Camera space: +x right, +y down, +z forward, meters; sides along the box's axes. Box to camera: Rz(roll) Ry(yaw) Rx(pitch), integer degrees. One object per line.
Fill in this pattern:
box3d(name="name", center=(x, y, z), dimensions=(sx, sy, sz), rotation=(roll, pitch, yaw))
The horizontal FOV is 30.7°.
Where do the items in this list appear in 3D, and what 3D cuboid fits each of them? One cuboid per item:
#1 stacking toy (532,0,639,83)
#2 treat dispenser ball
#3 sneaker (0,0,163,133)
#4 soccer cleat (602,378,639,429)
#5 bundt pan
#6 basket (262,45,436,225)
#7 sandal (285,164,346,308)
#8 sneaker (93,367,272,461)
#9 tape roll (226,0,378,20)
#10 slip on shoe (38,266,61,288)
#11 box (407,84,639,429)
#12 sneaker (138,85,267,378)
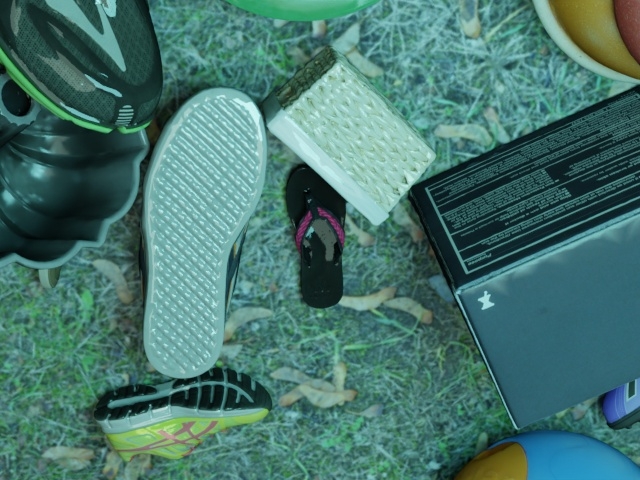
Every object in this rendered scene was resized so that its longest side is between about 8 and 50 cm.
box3d(name="stacking toy", center=(0.419, -0.223, 1.024), dimensions=(0.350, 0.480, 0.351), rotation=(-7, 122, -12))
box3d(name="treat dispenser ball", center=(0.272, 0.367, 1.360), dimensions=(0.288, 0.288, 0.288), rotation=(-2, 111, -4))
box3d(name="sneaker", center=(-0.216, -0.333, 1.037), dimensions=(0.185, 0.202, 0.483), rotation=(-16, 102, -45))
box3d(name="soccer cleat", center=(0.425, 0.086, 1.376), dimensions=(0.116, 0.108, 0.318), rotation=(39, 106, 4))
box3d(name="bundt pan", center=(-0.330, -0.128, 1.132), dimensions=(0.124, 0.331, 0.331), rotation=(-8, 117, 39))
box3d(name="basket", center=(0.032, -0.117, 1.250), dimensions=(0.167, 0.113, 0.103), rotation=(41, 101, -17))
box3d(name="sandal", center=(0.000, 0.000, 1.330), dimensions=(0.067, 0.040, 0.179), rotation=(-7, 111, -2))
box3d(name="sneaker", center=(-0.158, 0.215, 1.388), dimensions=(0.208, 0.081, 0.094), rotation=(-7, 119, 5))
box3d(name="tape roll", center=(-0.019, -0.385, 1.161), dimensions=(0.321, 0.077, 0.321), rotation=(-1, 112, -4))
box3d(name="slip on shoe", center=(-0.288, -0.008, 1.301), dimensions=(0.041, 0.051, 0.135), rotation=(8, 102, -5))
box3d(name="box", center=(0.276, 0.007, 1.220), dimensions=(0.296, 0.294, 0.183), rotation=(-24, 111, 6))
box3d(name="sneaker", center=(-0.137, -0.021, 1.266), dimensions=(0.126, 0.127, 0.321), rotation=(11, 108, -10))
